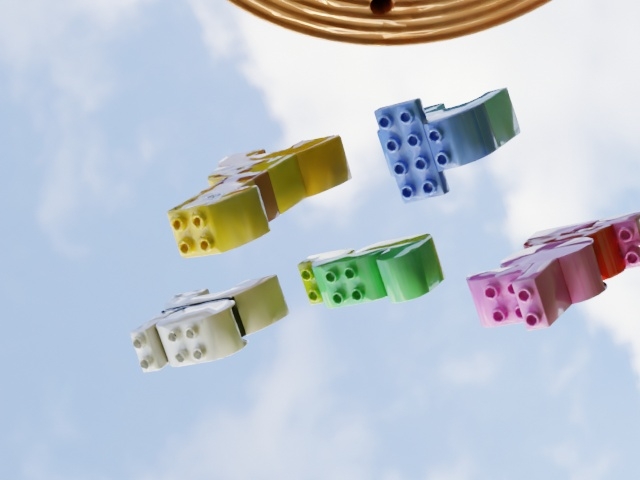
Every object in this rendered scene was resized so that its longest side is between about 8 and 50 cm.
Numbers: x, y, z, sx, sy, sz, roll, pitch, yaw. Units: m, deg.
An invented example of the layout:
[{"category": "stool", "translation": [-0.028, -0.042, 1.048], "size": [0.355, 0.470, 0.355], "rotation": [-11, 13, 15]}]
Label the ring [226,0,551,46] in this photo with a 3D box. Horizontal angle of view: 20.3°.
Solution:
[{"category": "ring", "translation": [0.052, -0.256, 1.003], "size": [0.336, 0.336, 0.032], "rotation": [32, -150, -30]}]

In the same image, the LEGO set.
[{"category": "LEGO set", "translation": [0.000, 0.000, 0.695], "size": [0.093, 0.227, 0.087], "rotation": [-34, -71, -55]}]
